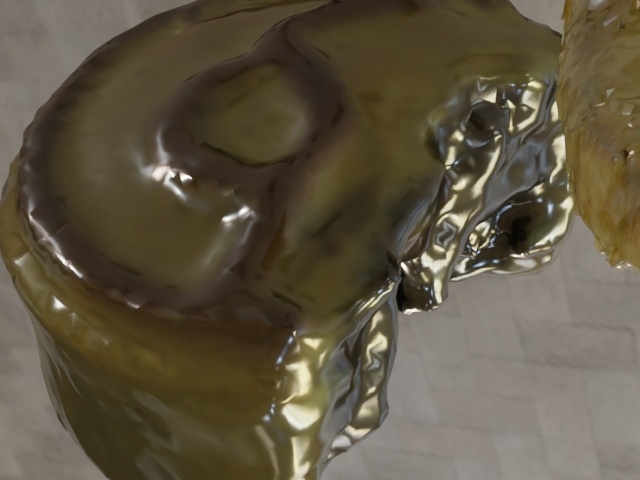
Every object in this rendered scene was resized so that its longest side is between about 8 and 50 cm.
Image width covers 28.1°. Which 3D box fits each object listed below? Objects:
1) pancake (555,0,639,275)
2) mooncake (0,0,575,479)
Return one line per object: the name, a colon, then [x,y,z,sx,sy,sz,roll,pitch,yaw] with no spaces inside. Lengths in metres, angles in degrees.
pancake: [0.205,-0.144,0.451,0.071,0.382,0.382,29,140,-17]
mooncake: [0.000,0.000,0.827,0.393,0.394,0.246,-4,132,-4]
